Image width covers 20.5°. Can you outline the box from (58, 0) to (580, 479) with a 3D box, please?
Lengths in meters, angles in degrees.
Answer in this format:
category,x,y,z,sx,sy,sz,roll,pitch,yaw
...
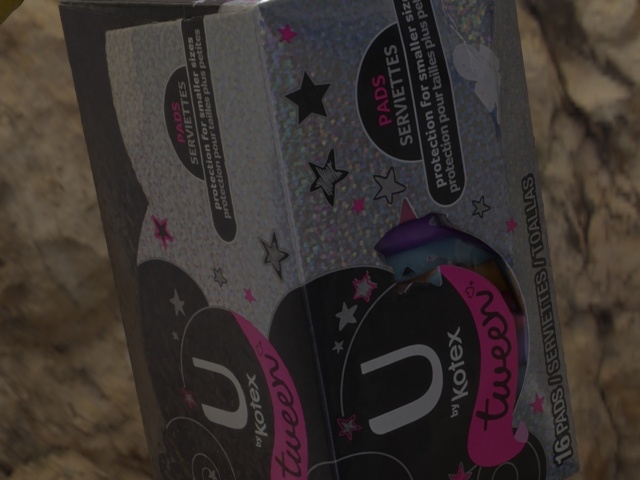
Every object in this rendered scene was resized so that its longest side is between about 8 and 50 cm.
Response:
category,x,y,z,sx,sy,sz,roll,pitch,yaw
box,0.000,0.000,0.788,0.142,0.247,0.163,-21,-161,-33

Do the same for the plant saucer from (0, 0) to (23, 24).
category,x,y,z,sx,sy,sz,roll,pitch,yaw
plant saucer,-0.298,-0.099,0.448,0.333,0.081,0.333,45,-107,4
